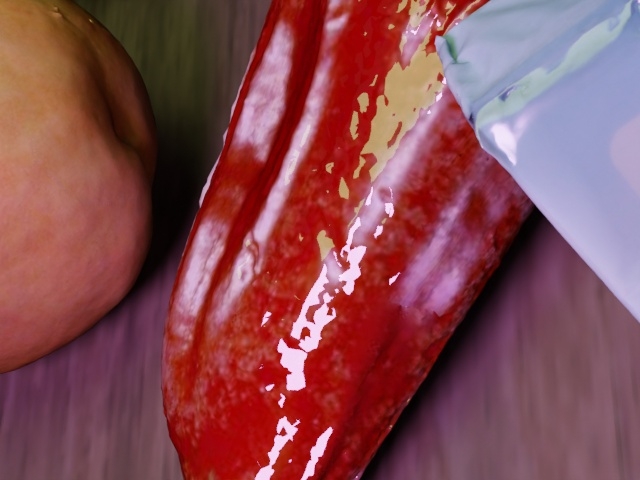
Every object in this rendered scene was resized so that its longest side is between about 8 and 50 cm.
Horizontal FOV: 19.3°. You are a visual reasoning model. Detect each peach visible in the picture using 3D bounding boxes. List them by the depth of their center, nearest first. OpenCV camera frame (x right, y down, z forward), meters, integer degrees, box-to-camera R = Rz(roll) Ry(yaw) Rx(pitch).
[{"bbox_3d":[-0.154,-0.030,0.800,0.184,0.184,0.184,-19,52,26],"label":"peach"}]

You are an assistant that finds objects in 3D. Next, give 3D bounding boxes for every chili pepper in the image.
[{"bbox_3d":[0.000,0.000,0.714,0.144,0.136,0.252,28,88,15],"label":"chili pepper"}]

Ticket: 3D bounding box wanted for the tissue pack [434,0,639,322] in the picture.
[{"bbox_3d":[0.190,-0.068,0.565,0.263,0.177,0.089,-38,27,9],"label":"tissue pack"}]
